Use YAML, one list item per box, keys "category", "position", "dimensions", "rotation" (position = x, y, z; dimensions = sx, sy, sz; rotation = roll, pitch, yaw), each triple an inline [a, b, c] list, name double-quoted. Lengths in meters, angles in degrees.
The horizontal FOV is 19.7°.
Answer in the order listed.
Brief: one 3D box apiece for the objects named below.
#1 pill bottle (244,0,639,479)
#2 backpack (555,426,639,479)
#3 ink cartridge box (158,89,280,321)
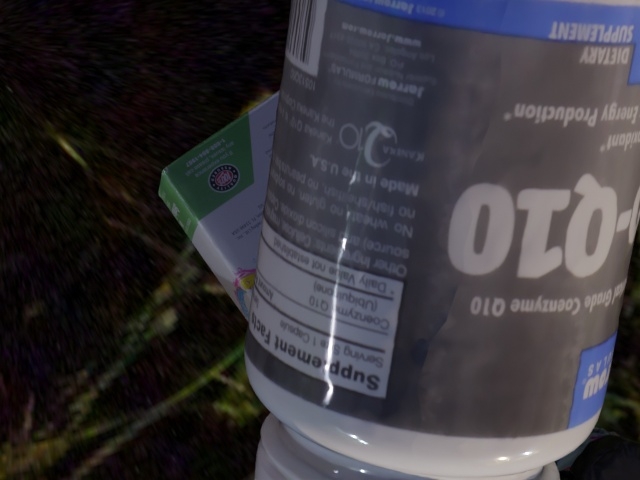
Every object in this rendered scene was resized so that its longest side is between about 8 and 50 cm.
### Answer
- category: "pill bottle"
  position: [0.026, 0.001, 0.383]
  dimensions: [0.078, 0.078, 0.137]
  rotation: [4, 107, -12]
- category: "backpack"
  position: [0.180, 0.201, 1.340]
  dimensions: [0.115, 0.182, 0.152]
  rotation: [-25, 102, -28]
- category: "ink cartridge box"
  position: [0.000, 0.000, 1.385]
  dimensions: [0.154, 0.093, 0.212]
  rotation: [-35, 85, -13]
